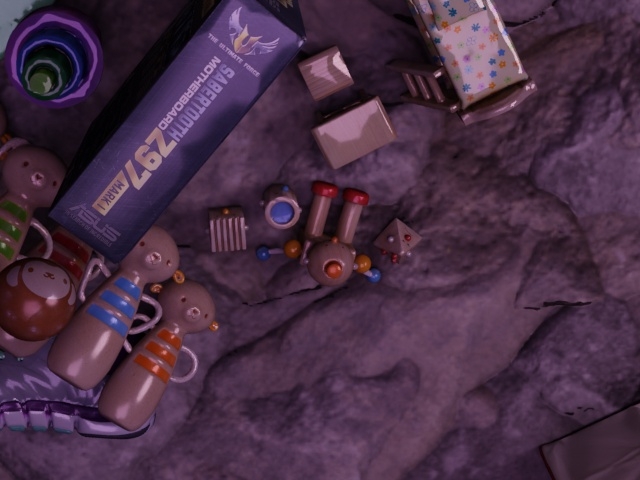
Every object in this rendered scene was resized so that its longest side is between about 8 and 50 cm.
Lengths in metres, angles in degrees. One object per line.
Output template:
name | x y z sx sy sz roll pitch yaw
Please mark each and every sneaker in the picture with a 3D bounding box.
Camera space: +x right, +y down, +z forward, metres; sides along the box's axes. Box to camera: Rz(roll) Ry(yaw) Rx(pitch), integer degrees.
sneaker | -0.240 0.099 1.011 0.224 0.083 0.098 5 94 -15

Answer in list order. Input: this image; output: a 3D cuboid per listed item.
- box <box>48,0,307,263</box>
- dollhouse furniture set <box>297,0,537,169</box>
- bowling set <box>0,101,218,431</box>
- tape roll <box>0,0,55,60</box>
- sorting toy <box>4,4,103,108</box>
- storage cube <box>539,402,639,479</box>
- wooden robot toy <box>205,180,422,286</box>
box | -0.091 -0.102 0.853 0.059 0.232 0.183 37 103 -15
dollhouse furniture set | 0.040 -0.159 0.913 0.161 0.101 0.182 -27 111 5
bowling set | -0.170 0.012 0.895 0.287 0.200 0.154 37 73 -20
tape roll | -0.314 -0.255 0.855 0.321 0.077 0.321 -2 112 -5
sorting toy | -0.323 -0.113 0.800 0.366 0.126 0.127 2 108 -6
storage cube | 0.312 0.246 1.045 0.184 0.215 0.193 -25 105 5
wooden robot toy | 0.000 0.000 0.984 0.173 0.079 0.076 11 110 -10
